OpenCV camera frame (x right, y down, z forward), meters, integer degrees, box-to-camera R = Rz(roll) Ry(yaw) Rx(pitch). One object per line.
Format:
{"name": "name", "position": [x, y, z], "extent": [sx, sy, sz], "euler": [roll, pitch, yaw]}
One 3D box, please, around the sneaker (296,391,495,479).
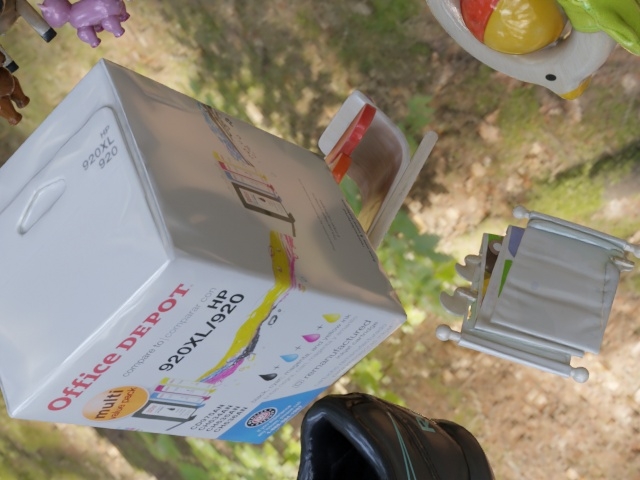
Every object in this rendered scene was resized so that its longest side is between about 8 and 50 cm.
{"name": "sneaker", "position": [0.005, 0.192, 0.456], "extent": [0.101, 0.268, 0.106], "euler": [-8, 149, 32]}

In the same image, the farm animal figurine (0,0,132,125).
{"name": "farm animal figurine", "position": [-0.401, -0.317, 1.386], "extent": [0.326, 0.330, 0.172], "euler": [18, 154, 45]}

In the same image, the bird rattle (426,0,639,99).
{"name": "bird rattle", "position": [0.135, -0.191, 0.780], "extent": [0.253, 0.143, 0.207], "euler": [24, 153, 11]}

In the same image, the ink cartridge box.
{"name": "ink cartridge box", "position": [-0.095, 0.021, 0.755], "extent": [0.232, 0.171, 0.168], "euler": [18, -143, -48]}

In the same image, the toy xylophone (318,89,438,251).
{"name": "toy xylophone", "position": [0.000, 0.000, 0.980], "extent": [0.081, 0.323, 0.236], "euler": [30, 144, -5]}

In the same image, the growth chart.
{"name": "growth chart", "position": [0.223, 0.045, 1.101], "extent": [0.171, 0.237, 0.021], "euler": [23, 135, 15]}
